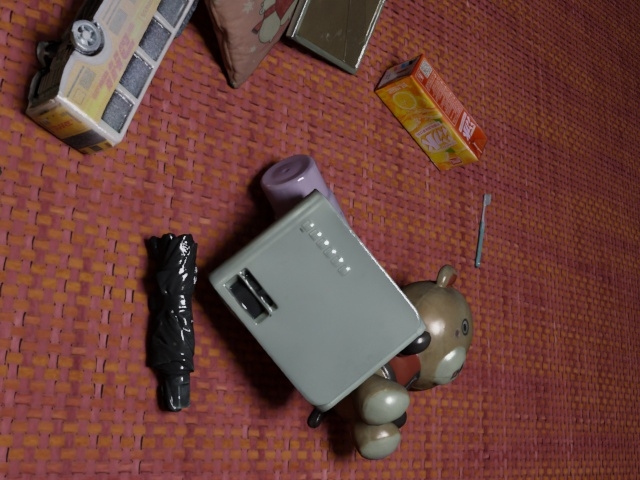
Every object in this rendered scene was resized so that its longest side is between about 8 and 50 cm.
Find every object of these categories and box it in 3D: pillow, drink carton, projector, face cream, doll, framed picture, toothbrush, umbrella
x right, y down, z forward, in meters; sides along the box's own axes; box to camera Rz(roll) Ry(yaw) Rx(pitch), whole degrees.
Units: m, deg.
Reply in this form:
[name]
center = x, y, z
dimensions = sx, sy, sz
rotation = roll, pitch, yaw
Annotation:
[pillow]
center = -0.092, -0.376, 1.163
dimensions = 0.236, 0.084, 0.223
rotation = -54, 156, -28
[drink carton]
center = 0.211, -0.236, 1.459
dimensions = 0.223, 0.096, 0.071
rotation = 47, 53, -26
[projector]
center = -0.006, 0.084, 1.094
dimensions = 0.198, 0.108, 0.250
rotation = -40, 94, -3
[face cream]
center = 0.000, 0.000, 1.228
dimensions = 0.154, 0.096, 0.273
rotation = -56, 131, -39
[doll]
center = 0.125, 0.192, 1.247
dimensions = 0.330, 0.174, 0.235
rotation = -35, 138, -39
[framed picture]
center = 0.058, -0.438, 1.285
dimensions = 0.213, 0.016, 0.289
rotation = 11, 103, -58
[toothbrush]
center = 0.331, -0.022, 1.582
dimensions = 0.011, 0.014, 0.167
rotation = 35, 58, -43
[umbrella]
center = -0.192, 0.108, 1.030
dimensions = 0.059, 0.066, 0.235
rotation = 5, 81, -49

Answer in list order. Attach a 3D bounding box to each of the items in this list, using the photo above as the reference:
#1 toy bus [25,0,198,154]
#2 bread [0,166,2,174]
[toy bus]
center = -0.262, -0.283, 1.025
dimensions = 0.138, 0.097, 0.342
rotation = 39, 57, -33
[bread]
center = -0.416, -0.144, 0.702
dimensions = 0.242, 0.405, 0.345
rotation = -49, 127, -27
